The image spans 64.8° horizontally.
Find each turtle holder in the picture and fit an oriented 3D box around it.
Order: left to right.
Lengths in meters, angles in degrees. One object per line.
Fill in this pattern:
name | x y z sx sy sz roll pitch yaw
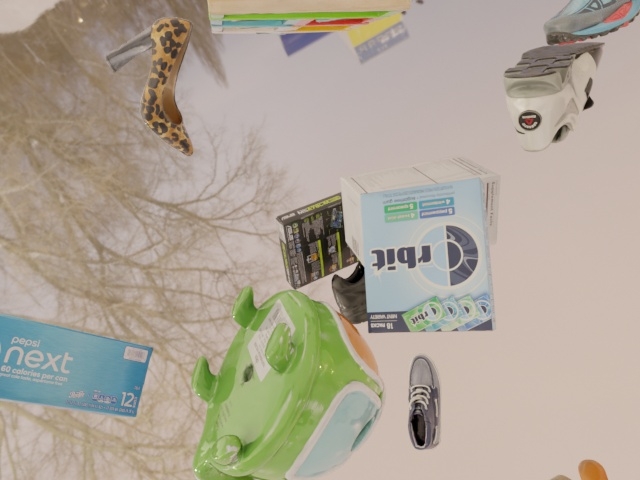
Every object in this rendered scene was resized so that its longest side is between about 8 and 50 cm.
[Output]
turtle holder | -0.044 0.242 0.708 0.243 0.227 0.320 -10 -123 56

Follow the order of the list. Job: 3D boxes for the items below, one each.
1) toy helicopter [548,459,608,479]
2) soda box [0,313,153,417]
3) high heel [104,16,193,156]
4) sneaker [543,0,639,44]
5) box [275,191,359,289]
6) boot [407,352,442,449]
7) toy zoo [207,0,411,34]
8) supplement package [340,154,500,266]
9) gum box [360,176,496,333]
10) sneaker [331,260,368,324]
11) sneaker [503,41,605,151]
toy helicopter | 0.526 0.553 0.872 0.140 0.235 0.355 -19 -156 -12
soda box | -0.266 0.106 0.442 0.071 0.210 0.067 -21 -126 48
high heel | -0.285 -0.307 1.031 0.186 0.261 0.093 -24 -148 12
sneaker | 0.380 -0.364 0.662 0.262 0.125 0.104 -42 -154 -8
box | 0.000 0.000 1.149 0.184 0.191 0.045 -25 -140 -21
boot | 0.206 0.318 1.008 0.069 0.086 0.190 -13 -112 22
toy zoo | -0.034 -0.268 0.594 0.192 0.030 0.293 -5 -161 -9
supplement package | 0.174 -0.053 0.897 0.244 0.134 0.139 -11 -153 -10
gum box | 0.134 0.023 0.645 0.157 0.041 0.184 -6 -98 25
sneaker | 0.155 0.076 1.134 0.286 0.130 0.109 -26 -171 -14
sneaker | 0.399 -0.251 0.867 0.122 0.146 0.330 10 -145 40
